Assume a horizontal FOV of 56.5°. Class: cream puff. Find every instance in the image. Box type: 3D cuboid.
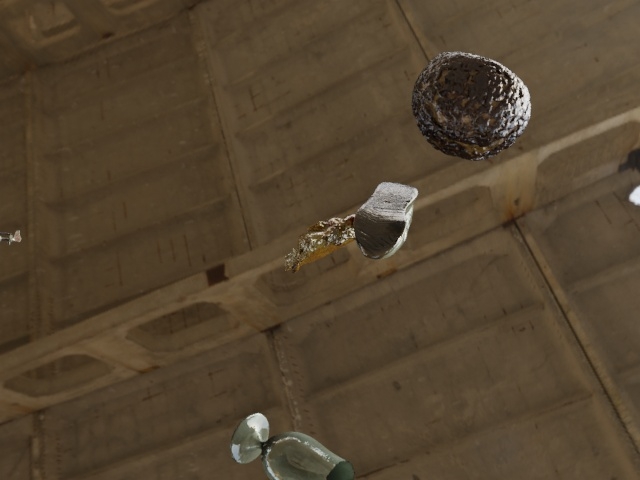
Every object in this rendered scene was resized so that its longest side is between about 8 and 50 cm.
[{"bbox_3d":[0.286,-0.254,1.168,0.239,0.239,0.165,22,-100,27],"label":"cream puff"}]

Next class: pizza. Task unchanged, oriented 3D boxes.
[{"bbox_3d":[0.000,0.001,1.244,0.189,0.297,0.071,-28,-90,21],"label":"pizza"}]

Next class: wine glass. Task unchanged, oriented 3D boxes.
[{"bbox_3d":[-0.046,0.352,0.950,0.202,0.093,0.093,9,-113,40],"label":"wine glass"}]

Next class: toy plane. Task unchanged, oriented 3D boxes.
[{"bbox_3d":[-0.800,-0.004,1.461,0.031,0.121,0.049,-29,-114,45],"label":"toy plane"}]

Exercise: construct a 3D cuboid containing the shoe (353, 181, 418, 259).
[{"bbox_3d":[0.133,-0.028,1.207,0.103,0.098,0.275,14,-149,17],"label":"shoe"}]
